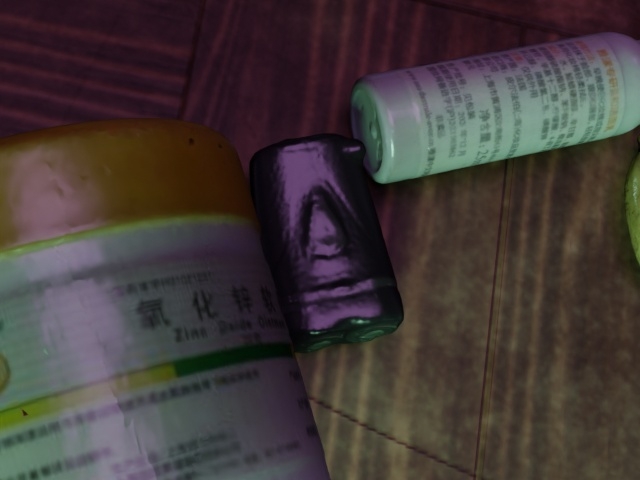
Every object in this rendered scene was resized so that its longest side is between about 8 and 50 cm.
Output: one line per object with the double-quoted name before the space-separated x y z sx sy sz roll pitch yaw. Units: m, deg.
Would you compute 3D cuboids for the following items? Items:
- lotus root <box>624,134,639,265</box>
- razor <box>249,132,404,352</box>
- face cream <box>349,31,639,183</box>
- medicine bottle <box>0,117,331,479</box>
"lotus root" 0.265 -0.012 0.848 0.072 0.063 0.152 -7 72 -24
"razor" 0.000 0.000 0.791 0.090 0.054 0.148 -9 75 -14
"face cream" 0.159 -0.104 0.842 0.269 0.082 0.082 -11 77 -16
"medicine bottle" -0.130 0.079 0.644 0.238 0.238 0.232 -15 79 -16
